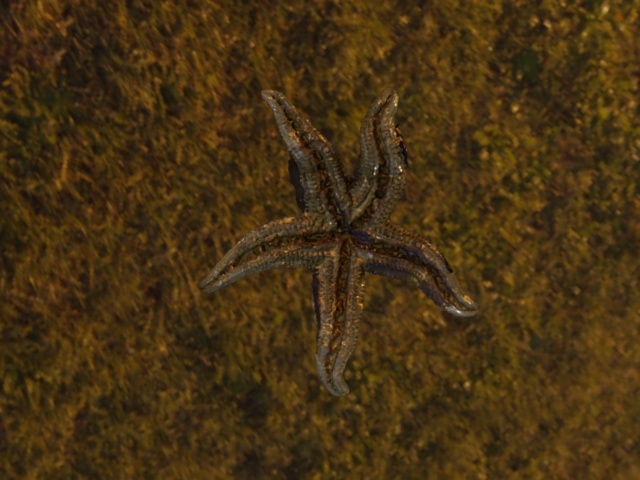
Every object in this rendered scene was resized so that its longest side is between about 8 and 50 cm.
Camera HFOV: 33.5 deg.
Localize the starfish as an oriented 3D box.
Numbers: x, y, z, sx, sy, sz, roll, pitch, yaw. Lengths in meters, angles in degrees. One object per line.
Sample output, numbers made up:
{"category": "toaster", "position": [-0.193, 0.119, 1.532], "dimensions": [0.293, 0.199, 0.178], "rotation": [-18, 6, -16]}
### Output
{"category": "starfish", "position": [0.000, 0.000, 0.712], "dimensions": [0.176, 0.208, 0.053], "rotation": [-15, 174, 0]}
